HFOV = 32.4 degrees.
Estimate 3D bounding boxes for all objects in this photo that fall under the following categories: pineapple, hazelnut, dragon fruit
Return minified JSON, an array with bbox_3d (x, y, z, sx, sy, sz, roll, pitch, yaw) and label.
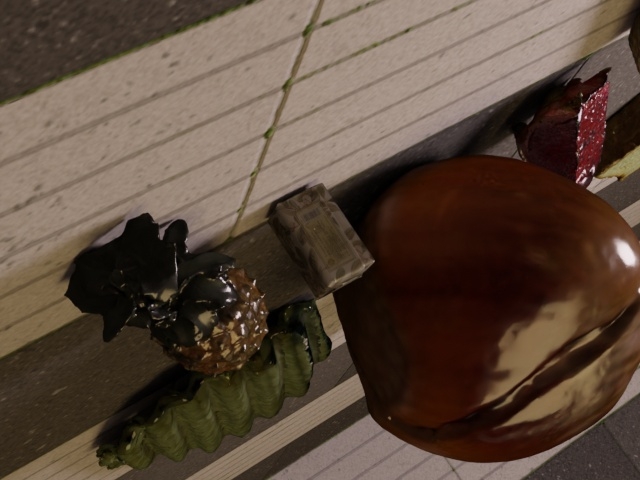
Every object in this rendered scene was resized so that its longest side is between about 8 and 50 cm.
[{"bbox_3d":[-0.122,0.049,0.930,0.119,0.111,0.237,-65,160,-11],"label":"pineapple"},{"bbox_3d":[0.190,0.070,1.238,0.372,0.372,0.315,-46,-160,36],"label":"hazelnut"},{"bbox_3d":[0.282,-0.135,1.302,0.102,0.096,0.147,-37,139,-36],"label":"dragon fruit"}]

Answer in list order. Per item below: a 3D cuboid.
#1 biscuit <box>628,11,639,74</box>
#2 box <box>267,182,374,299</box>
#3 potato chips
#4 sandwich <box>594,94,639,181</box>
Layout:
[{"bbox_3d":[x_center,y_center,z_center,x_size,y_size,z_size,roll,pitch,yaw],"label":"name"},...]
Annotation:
[{"bbox_3d":[0.383,-0.241,1.191,0.070,0.082,0.168,-9,165,1],"label":"biscuit"},{"bbox_3d":[0.000,0.000,1.042,0.062,0.098,0.045,-26,169,-24],"label":"box"},{"bbox_3d":[-0.140,0.223,1.522,0.358,0.070,0.429,-29,164,-12],"label":"potato chips"},{"bbox_3d":[0.498,-0.166,1.714,0.186,0.065,0.214,-42,164,24],"label":"sandwich"}]
